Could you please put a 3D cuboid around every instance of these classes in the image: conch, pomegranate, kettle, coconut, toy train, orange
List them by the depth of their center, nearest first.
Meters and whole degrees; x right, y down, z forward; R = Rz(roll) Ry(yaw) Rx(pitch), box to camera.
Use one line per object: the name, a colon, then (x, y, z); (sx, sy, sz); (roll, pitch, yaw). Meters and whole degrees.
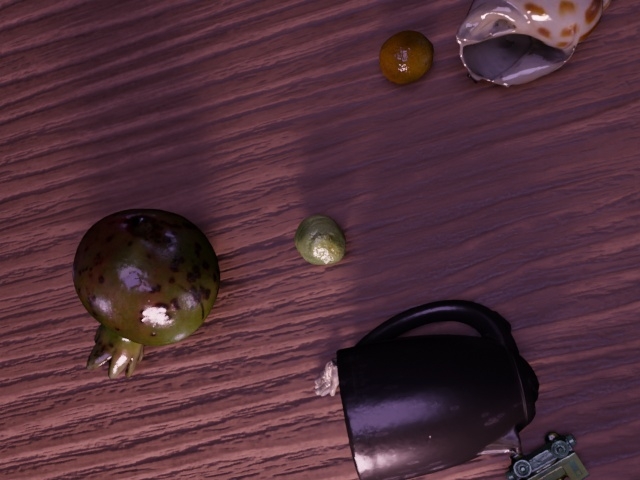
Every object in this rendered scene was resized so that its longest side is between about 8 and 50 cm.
kettle: (0.178, 0.214, 1.090); (0.290, 0.207, 0.268); (-14, 54, 5)
toy train: (0.351, 0.351, 1.102); (0.122, 0.050, 0.081); (-34, 86, 6)
conch: (0.345, -0.361, 1.118); (0.275, 0.182, 0.148); (-5, 52, 6)
pomegranate: (-0.288, 0.100, 1.191); (0.242, 0.242, 0.306); (8, 107, 13)
orange: (0.146, -0.308, 1.191); (0.095, 0.085, 0.085); (-22, 80, -11)
coconut: (0.000, 0.000, 1.196); (0.088, 0.096, 0.087); (-3, 108, -9)

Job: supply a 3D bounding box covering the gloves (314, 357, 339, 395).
gloves: (0.019, 0.228, 1.190); (0.081, 0.037, 0.044); (-51, 51, 14)
